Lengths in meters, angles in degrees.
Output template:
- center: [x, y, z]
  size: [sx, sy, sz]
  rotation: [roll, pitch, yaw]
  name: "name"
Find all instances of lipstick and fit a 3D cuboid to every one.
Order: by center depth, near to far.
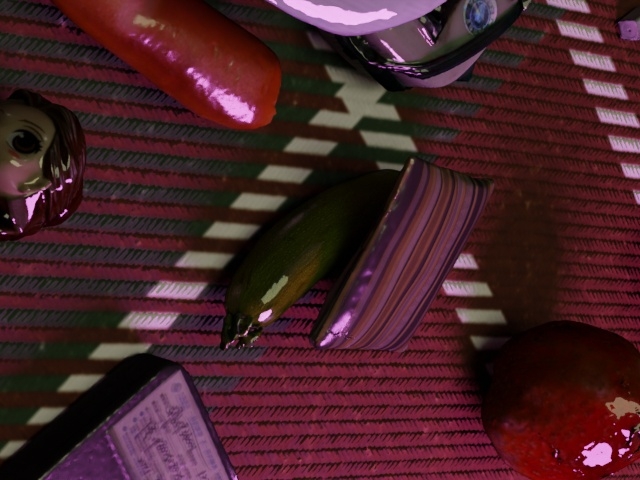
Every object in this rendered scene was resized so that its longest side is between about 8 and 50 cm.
- center: [0.381, -0.262, 2.242]
  size: [0.107, 0.025, 0.025]
  rotation: [-36, 120, -39]
  name: "lipstick"

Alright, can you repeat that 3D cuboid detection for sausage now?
- center: [-0.146, -0.190, 1.717]
  size: [0.300, 0.083, 0.089]
  rotation: [36, 79, -38]
  name: "sausage"

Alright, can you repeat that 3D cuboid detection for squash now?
- center: [0.001, -0.002, 1.898]
  size: [0.318, 0.071, 0.080]
  rotation: [-37, 156, -37]
  name: "squash"

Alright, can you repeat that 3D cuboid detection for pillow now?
- center: [0.083, 0.018, 1.928]
  size: [0.212, 0.052, 0.208]
  rotation: [11, 109, -62]
  name: "pillow"

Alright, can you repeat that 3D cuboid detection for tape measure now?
- center: [0.106, -0.236, 1.926]
  size: [0.235, 0.115, 0.207]
  rotation: [38, 69, -41]
  name: "tape measure"

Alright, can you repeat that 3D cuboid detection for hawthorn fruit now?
- center: [0.289, 0.186, 2.090]
  size: [0.181, 0.235, 0.181]
  rotation: [-30, 128, -46]
  name: "hawthorn fruit"

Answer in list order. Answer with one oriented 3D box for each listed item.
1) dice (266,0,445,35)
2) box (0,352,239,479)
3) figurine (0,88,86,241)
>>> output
- center: [0.007, -0.353, 1.649]
  size: [0.268, 0.262, 0.264]
  rotation: [23, 115, -40]
  name: "dice"
- center: [-0.151, 0.294, 1.814]
  size: [0.211, 0.058, 0.350]
  rotation: [-42, 123, -33]
  name: "box"
- center: [-0.306, -0.016, 1.551]
  size: [0.315, 0.187, 0.168]
  rotation: [-47, 122, -38]
  name: "figurine"
